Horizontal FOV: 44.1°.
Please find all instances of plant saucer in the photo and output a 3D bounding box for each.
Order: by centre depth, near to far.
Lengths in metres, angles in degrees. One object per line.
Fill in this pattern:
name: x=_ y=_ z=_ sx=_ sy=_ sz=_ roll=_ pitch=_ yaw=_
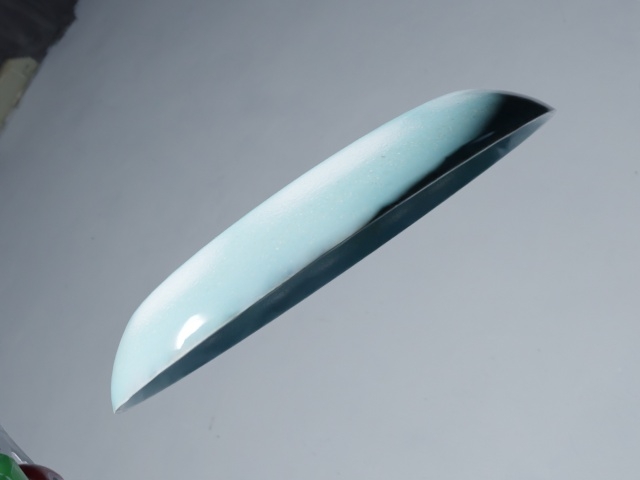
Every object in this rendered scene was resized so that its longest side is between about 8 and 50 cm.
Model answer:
plant saucer: x=0.000 y=0.000 z=0.494 sx=0.317 sy=0.317 sz=0.044 roll=-37 pitch=85 yaw=14

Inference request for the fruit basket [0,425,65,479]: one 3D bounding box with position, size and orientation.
fruit basket: x=-0.298 y=0.294 z=0.789 sx=0.165 sy=0.327 sz=0.353 roll=-31 pitch=19 yaw=-1
